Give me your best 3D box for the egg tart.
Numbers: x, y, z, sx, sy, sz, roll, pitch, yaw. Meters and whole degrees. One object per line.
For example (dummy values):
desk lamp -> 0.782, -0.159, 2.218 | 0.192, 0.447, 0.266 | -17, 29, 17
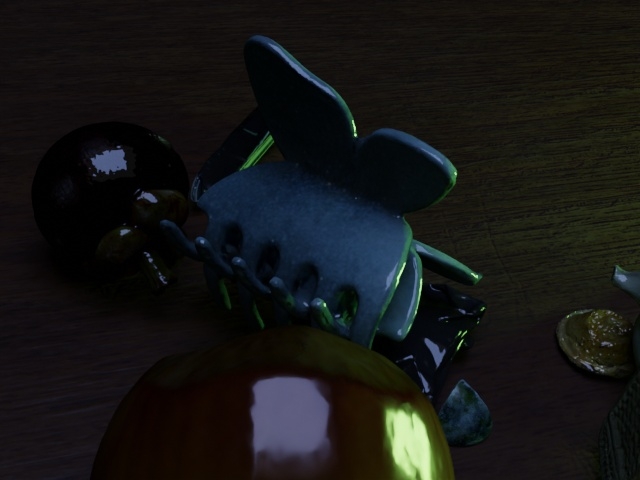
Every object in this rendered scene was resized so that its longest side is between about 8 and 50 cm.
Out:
egg tart -> 0.389, 0.134, 1.363 | 0.128, 0.049, 0.129 | 6, 40, -5

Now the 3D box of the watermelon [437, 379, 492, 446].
watermelon -> 0.173, 0.218, 1.228 | 0.085, 0.085, 0.061 | -7, 15, -20

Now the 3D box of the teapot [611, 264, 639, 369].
teapot -> 0.525, 0.127, 1.337 | 0.318, 0.149, 0.220 | 3, 70, -47

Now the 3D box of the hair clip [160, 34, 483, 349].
hair clip -> 0.000, 0.000, 1.224 | 0.318, 0.392, 0.238 | 28, 66, 30

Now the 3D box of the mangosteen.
mangosteen -> -0.257, -0.034, 1.288 | 0.211, 0.211, 0.250 | -18, 64, -30

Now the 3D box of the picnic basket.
picnic basket -> 0.445, 0.252, 1.161 | 0.196, 0.154, 0.134 | 14, 38, -5

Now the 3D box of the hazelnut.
hazelnut -> -0.042, 0.255, 0.936 | 0.365, 0.366, 0.366 | 7, 41, -6

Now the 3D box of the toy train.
toy train -> -0.133, -0.124, 1.532 | 0.055, 0.048, 0.252 | 28, 49, 10

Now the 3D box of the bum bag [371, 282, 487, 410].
bum bag -> 0.125, 0.140, 1.280 | 0.123, 0.060, 0.248 | 16, 39, 18
